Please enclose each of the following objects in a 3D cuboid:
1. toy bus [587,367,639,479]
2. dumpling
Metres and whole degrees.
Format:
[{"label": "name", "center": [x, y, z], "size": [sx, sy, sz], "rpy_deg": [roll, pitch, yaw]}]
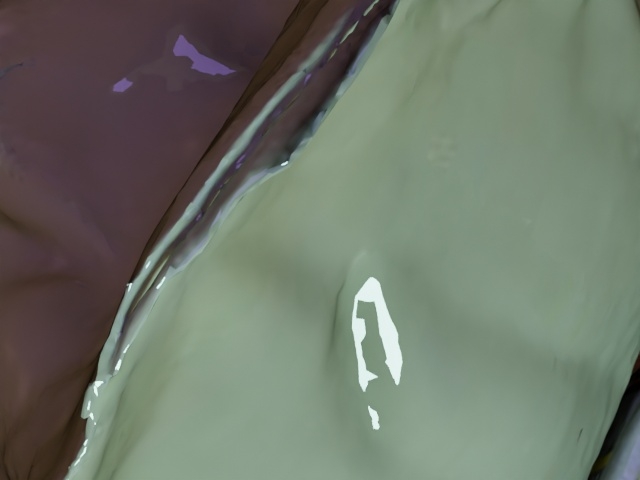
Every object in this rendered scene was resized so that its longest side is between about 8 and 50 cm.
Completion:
[{"label": "toy bus", "center": [0.214, 0.115, 0.592], "size": [0.268, 0.092, 0.106], "rpy_deg": [26, 79, 3]}, {"label": "dumpling", "center": [0.000, 0.000, 0.490], "size": [0.233, 0.315, 0.395], "rpy_deg": [41, 84, 0]}]
